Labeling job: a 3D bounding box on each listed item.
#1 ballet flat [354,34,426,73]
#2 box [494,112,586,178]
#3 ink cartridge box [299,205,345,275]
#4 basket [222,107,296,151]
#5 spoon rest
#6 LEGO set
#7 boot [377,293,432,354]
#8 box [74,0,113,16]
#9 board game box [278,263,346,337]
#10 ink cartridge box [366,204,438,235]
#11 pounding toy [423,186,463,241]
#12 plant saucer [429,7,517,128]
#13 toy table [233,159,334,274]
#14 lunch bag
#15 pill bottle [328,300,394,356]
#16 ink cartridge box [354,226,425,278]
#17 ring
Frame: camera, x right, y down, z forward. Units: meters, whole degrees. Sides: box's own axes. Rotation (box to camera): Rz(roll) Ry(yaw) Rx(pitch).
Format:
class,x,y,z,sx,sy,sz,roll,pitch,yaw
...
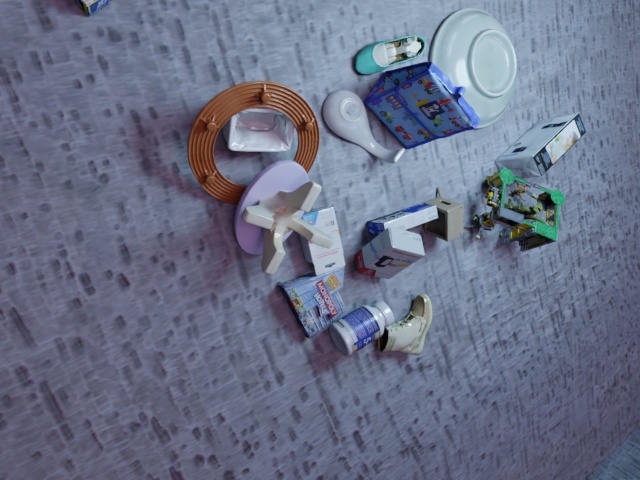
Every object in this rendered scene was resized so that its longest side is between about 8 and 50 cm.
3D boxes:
class,x,y,z,sx,sy,sz,roll,pitch,yaw
ballet flat,0.217,-0.567,1.221,0.248,0.087,0.083,-26,107,-22
box,0.809,-0.346,1.501,0.290,0.169,0.087,-39,109,-16
ink cartridge box,0.000,0.000,1.192,0.105,0.062,0.181,-18,103,-23
basket,-0.161,-0.299,1.034,0.168,0.103,0.113,-6,131,-27
spoon rest,0.123,-0.333,1.218,0.276,0.084,0.137,41,76,-11
LEGO set,0.701,-0.100,1.495,0.332,0.192,0.254,12,72,-14
boot,0.279,0.277,1.358,0.165,0.077,0.212,10,94,-25
box,-0.463,-0.570,0.894,0.169,0.059,0.054,-44,112,-16
board game box,0.004,0.165,1.215,0.194,0.060,0.194,-33,109,-19
ink cartridge box,0.261,-0.066,1.296,0.207,0.097,0.046,-19,103,-23
pounding toy,0.409,-0.091,1.361,0.100,0.141,0.129,-21,119,-23
plant saucer,0.553,-0.588,1.381,0.401,0.101,0.399,-4,98,-26
toy table,-0.100,-0.053,1.030,0.253,0.161,0.274,6,115,-31
lunch bag,0.307,-0.397,1.170,0.221,0.293,0.138,39,78,-25
pill bottle,0.131,0.266,1.260,0.187,0.112,0.111,-26,107,-21
ink cartridge box,0.207,0.042,1.234,0.128,0.175,0.072,14,55,-27
ring,-0.154,-0.222,1.009,0.337,0.032,0.336,-17,136,-17
